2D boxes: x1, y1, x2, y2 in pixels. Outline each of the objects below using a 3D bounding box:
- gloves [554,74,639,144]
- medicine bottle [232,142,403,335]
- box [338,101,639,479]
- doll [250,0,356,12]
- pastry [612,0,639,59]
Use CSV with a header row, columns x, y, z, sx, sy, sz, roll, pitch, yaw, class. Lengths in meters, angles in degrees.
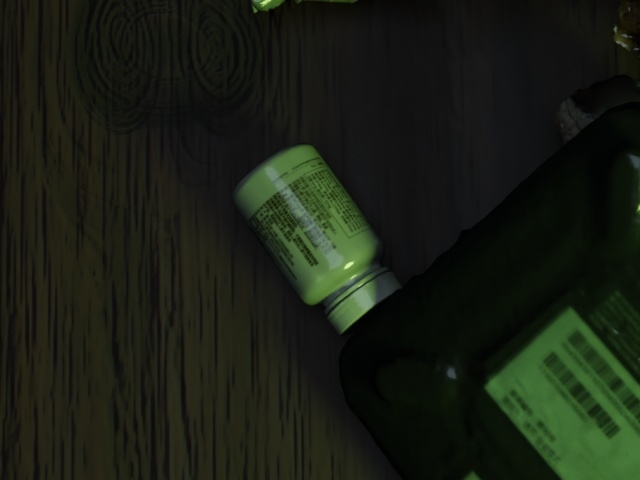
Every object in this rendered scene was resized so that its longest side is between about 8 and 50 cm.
x,y,z,sx,sy,sz,roll,pitch,yaw,class
0.236,-0.053,1.300,0.110,0.094,0.144,-2,64,-4,gloves
0.000,0.000,1.330,0.079,0.079,0.140,-36,80,2,medicine bottle
0.220,0.125,1.224,0.350,0.091,0.359,-45,77,27,box
0.005,-0.266,1.358,0.149,0.095,0.192,-11,79,4,doll
0.323,-0.142,1.215,0.274,0.275,0.193,18,91,10,pastry
